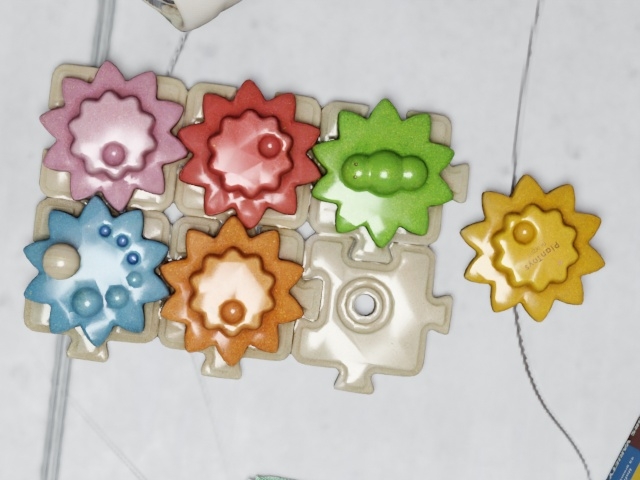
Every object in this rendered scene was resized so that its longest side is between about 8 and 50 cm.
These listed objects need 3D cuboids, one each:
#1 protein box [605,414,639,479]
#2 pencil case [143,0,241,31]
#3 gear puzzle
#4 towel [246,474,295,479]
[{"bbox_3d":[0.266,0.186,0.824,0.200,0.201,0.136,27,88,-4],"label":"protein box"},{"bbox_3d":[0.024,-0.282,0.824,0.410,0.160,0.183,-35,102,-3],"label":"pencil case"},{"bbox_3d":[0.000,0.000,0.883,0.339,0.044,0.175,7,90,-4],"label":"gear puzzle"},{"bbox_3d":[0.000,0.221,0.896,0.113,0.023,0.152,10,90,-3],"label":"towel"}]
